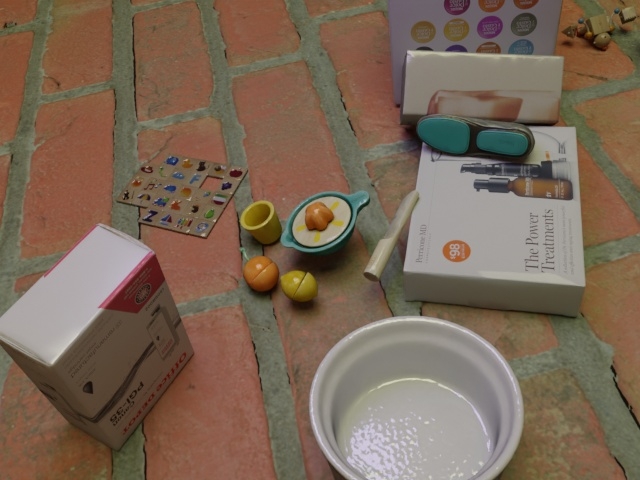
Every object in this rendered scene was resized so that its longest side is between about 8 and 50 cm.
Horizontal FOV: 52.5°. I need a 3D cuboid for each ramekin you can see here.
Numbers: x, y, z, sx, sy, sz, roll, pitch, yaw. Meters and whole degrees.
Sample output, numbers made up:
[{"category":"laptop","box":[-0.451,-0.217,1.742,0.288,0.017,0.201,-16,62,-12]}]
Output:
[{"category":"ramekin","box":[0.128,0.251,0.886,0.277,0.135,0.277,-5,43,4]}]

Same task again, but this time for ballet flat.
[{"category":"ballet flat","box":[0.284,-0.191,1.189,0.213,0.072,0.068,13,25,19]}]

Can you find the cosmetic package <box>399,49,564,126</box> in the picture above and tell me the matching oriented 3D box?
[{"category":"cosmetic package","box":[0.309,-0.292,1.285,0.295,0.153,0.129,4,93,5]}]

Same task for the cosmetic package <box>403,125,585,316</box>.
[{"category":"cosmetic package","box":[0.311,-0.055,1.163,0.284,0.098,0.378,3,50,14]}]

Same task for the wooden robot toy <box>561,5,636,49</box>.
[{"category":"wooden robot toy","box":[0.652,-0.480,1.509,0.173,0.076,0.079,-17,85,-6]}]

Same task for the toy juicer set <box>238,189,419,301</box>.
[{"category":"toy juicer set","box":[0.000,0.000,1.118,0.328,0.089,0.209,-8,50,21]}]

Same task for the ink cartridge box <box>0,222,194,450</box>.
[{"category":"ink cartridge box","box":[-0.313,0.149,0.956,0.117,0.283,0.207,23,57,21]}]

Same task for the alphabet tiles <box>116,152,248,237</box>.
[{"category":"alphabet tiles","box":[-0.296,-0.101,1.347,0.237,0.009,0.198,12,53,18]}]

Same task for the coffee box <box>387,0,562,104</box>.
[{"category":"coffee box","box":[0.321,-0.534,1.409,0.337,0.335,0.338,-1,48,9]}]
